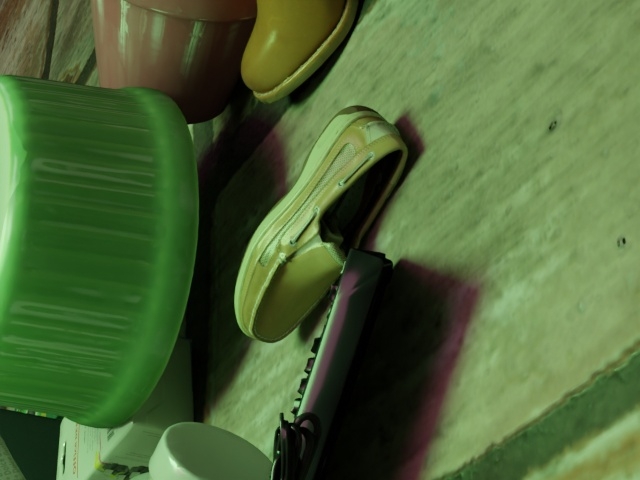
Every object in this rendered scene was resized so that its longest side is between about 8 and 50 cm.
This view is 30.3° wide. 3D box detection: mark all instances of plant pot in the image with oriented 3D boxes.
[{"bbox_3d":[-0.134,-0.217,1.108,0.201,0.201,0.180,-108,27,-51],"label":"plant pot"}]

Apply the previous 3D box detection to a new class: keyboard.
[{"bbox_3d":[-0.022,0.157,0.700,0.201,0.033,0.317,5,-78,-83],"label":"keyboard"}]

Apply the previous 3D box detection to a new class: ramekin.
[{"bbox_3d":[-0.237,0.004,1.011,0.303,0.148,0.303,-24,62,54],"label":"ramekin"}]

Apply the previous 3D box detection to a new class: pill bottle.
[{"bbox_3d":[-0.109,0.238,0.830,0.208,0.117,0.117,-65,26,16],"label":"pill bottle"}]

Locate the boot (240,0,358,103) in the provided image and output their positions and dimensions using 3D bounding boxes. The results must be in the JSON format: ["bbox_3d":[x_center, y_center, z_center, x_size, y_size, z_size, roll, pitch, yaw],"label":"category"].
[{"bbox_3d":[-0.060,-0.256,0.921,0.283,0.220,0.109,-56,30,31],"label":"boot"}]

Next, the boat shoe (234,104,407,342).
[{"bbox_3d":[0.000,0.000,0.828,0.072,0.068,0.190,48,118,48],"label":"boat shoe"}]

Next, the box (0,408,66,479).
[{"bbox_3d":[-0.364,0.370,1.189,0.294,0.182,0.296,-55,32,35],"label":"box"}]

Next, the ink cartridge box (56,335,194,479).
[{"bbox_3d":[-0.182,0.172,1.085,0.181,0.061,0.104,-48,35,40],"label":"ink cartridge box"}]

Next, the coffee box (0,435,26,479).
[{"bbox_3d":[-0.303,0.378,0.702,0.338,0.334,0.338,50,136,32],"label":"coffee box"}]

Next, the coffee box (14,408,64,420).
[{"bbox_3d":[-0.311,0.190,1.362,0.184,0.040,0.113,-45,36,44],"label":"coffee box"}]
